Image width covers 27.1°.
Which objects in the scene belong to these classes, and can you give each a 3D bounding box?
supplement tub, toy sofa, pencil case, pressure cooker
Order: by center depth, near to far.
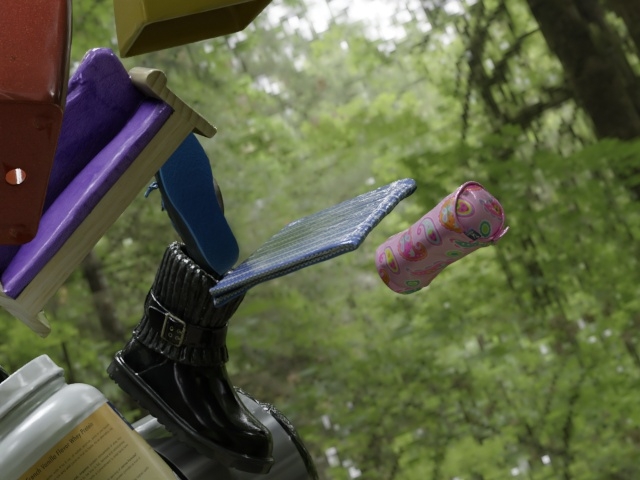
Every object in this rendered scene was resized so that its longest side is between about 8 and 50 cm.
[{"bbox_3d":[-0.289,0.312,1.559,0.228,0.316,0.228,-42,-1,-1],"label":"supplement tub"},{"bbox_3d":[-0.318,-0.070,1.707,0.362,0.177,0.150,-50,19,-4],"label":"toy sofa"},{"bbox_3d":[-0.254,0.477,2.276,0.420,0.375,0.370,-25,-40,-49],"label":"pressure cooker"},{"bbox_3d":[0.215,0.002,2.392,0.124,0.124,0.284,-5,-19,-34],"label":"pencil case"}]

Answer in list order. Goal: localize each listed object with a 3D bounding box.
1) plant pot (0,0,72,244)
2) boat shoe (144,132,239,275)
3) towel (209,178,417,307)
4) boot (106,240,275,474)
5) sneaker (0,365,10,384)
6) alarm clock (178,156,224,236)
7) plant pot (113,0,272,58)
[{"bbox_3d":[-0.382,-0.136,1.338,0.267,0.236,0.267,-1,-48,-27],"label":"plant pot"},{"bbox_3d":[-0.212,-0.060,2.008,0.109,0.258,0.089,-30,25,-34],"label":"boat shoe"},{"bbox_3d":[0.000,0.000,1.942,0.243,0.040,0.336,-21,9,24],"label":"towel"},{"bbox_3d":[-0.167,0.185,2.125,0.260,0.348,0.131,-59,-20,10],"label":"boot"},{"bbox_3d":[-0.432,0.256,1.864,0.072,0.178,0.077,-31,23,-31],"label":"sneaker"},{"bbox_3d":[-0.234,-0.086,2.544,0.064,0.129,0.192,-11,-47,-30],"label":"alarm clock"},{"bbox_3d":[-0.216,-0.414,2.043,0.212,0.187,0.212,-16,-1,-19],"label":"plant pot"}]
